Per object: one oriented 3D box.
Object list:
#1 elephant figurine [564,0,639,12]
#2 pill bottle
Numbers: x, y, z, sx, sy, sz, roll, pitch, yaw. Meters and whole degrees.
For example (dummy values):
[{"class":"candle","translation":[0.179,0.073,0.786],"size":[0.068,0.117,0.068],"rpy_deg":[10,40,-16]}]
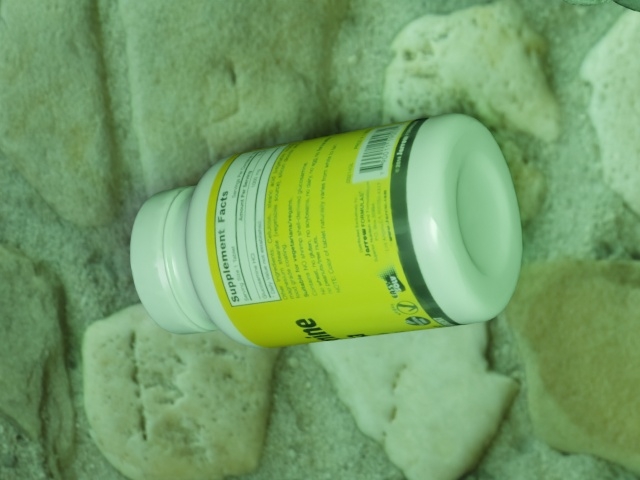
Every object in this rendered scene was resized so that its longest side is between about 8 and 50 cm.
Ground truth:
[{"class":"elephant figurine","translation":[0.252,-0.254,1.327],"size":[0.186,0.169,0.239],"rpy_deg":[44,144,40]},{"class":"pill bottle","translation":[0.000,0.000,1.515],"size":[0.334,0.188,0.188],"rpy_deg":[-9,104,30]}]
